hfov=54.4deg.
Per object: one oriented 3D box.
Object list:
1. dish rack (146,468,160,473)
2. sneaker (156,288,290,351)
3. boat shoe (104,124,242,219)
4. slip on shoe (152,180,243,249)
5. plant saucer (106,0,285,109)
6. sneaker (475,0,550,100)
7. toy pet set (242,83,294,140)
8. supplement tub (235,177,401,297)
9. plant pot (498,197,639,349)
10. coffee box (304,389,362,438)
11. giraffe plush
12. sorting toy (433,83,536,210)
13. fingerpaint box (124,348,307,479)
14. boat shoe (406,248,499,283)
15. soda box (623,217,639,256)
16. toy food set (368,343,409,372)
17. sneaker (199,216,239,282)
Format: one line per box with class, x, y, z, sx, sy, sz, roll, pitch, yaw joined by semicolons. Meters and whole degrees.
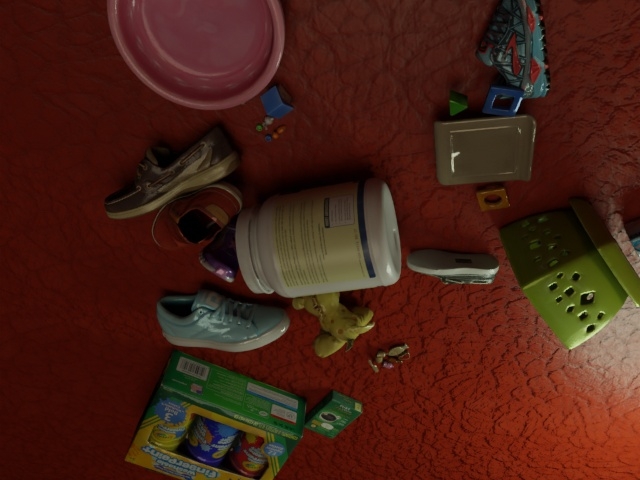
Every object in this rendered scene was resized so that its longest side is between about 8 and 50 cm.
dish rack;-0.475;0.710;2.125;0.208;0.074;0.272;19;128;-9
sneaker;-0.268;0.199;1.640;0.365;0.135;0.150;-5;131;11
boat shoe;-0.347;-0.155;1.379;0.341;0.123;0.123;-20;116;18
slip on shoe;-0.303;-0.038;1.442;0.123;0.101;0.331;43;141;-23
plant saucer;-0.225;-0.411;1.169;0.331;0.084;0.332;4;130;5
sneaker;0.339;-0.361;1.118;0.125;0.104;0.262;-10;127;18
toy pet set;-0.110;-0.261;1.286;0.114;0.065;0.122;-28;121;27
supplement tub;0.000;0.000;1.373;0.324;0.236;0.236;-8;127;14
plant pot;0.551;0.057;1.358;0.207;0.227;0.228;-34;117;22
coffee box;0.038;0.543;1.936;0.113;0.040;0.184;26;128;-14
giraffe plush;0.022;0.181;1.576;0.181;0.210;0.171;-37;93;-2
sorting toy;0.335;-0.190;1.282;0.195;0.047;0.348;0;142;14
fingerpaint box;-0.322;0.583;1.913;0.444;0.163;0.371;24;120;-11
boat shoe;0.313;0.073;1.491;0.219;0.078;0.070;5;128;2
soda box;0.764;-0.035;1.348;0.183;0.063;0.058;-26;120;26
toy food set;0.199;0.330;1.756;0.122;0.019;0.078;-23;123;15
sneaker;-0.205;0.009;1.431;0.095;0.236;0.104;38;107;-13
